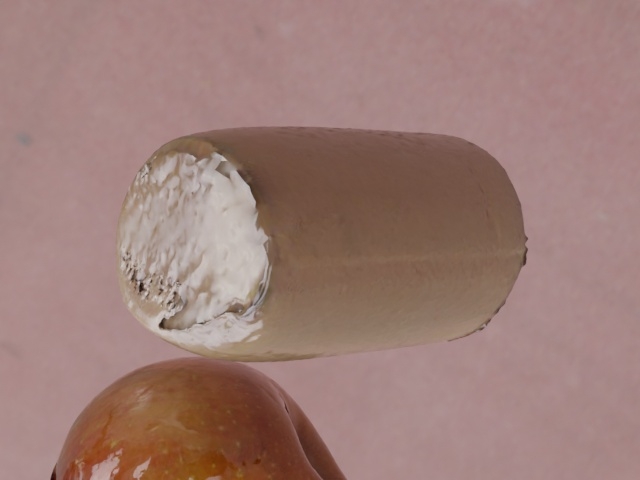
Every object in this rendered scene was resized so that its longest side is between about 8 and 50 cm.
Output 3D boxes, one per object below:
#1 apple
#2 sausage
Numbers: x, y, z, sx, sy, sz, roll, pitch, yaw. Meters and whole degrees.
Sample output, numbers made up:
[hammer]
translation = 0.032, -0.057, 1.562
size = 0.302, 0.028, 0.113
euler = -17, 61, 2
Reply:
[apple]
translation = -0.078, 0.217, 1.389
size = 0.206, 0.251, 0.272
euler = -32, 95, 15
[sausage]
translation = 0.000, 0.000, 0.937
size = 0.123, 0.253, 0.123
euler = 0, 90, 33
